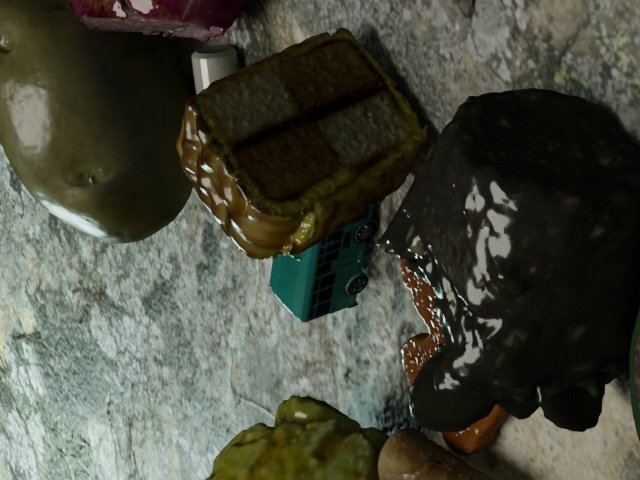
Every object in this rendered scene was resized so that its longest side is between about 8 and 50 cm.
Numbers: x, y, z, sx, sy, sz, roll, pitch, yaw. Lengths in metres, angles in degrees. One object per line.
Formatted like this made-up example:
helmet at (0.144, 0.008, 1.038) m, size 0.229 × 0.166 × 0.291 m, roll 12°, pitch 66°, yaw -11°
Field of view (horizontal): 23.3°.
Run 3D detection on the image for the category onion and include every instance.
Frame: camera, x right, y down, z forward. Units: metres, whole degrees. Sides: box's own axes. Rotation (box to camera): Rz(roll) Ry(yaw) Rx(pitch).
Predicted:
onion at (-0.171, -0.308, 1.663) m, size 0.207 × 0.200 × 0.201 m, roll -158°, pitch 55°, yaw -69°

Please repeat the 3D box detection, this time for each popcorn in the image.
popcorn at (0.000, 0.320, 1.649) m, size 0.282 × 0.247 × 0.282 m, roll 41°, pitch 150°, yaw 30°

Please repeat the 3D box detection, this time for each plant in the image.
plant at (0.160, 0.025, 1.274) m, size 0.188 × 0.199 × 0.276 m, roll 48°, pitch 140°, yaw 46°

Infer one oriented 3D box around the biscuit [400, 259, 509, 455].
biscuit at (0.127, 0.098, 1.508) m, size 0.186 × 0.036 × 0.192 m, roll 53°, pitch 147°, yaw 24°

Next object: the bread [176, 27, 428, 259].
bread at (-0.015, -0.091, 1.466) m, size 0.181 × 0.222 × 0.096 m, roll 52°, pitch 150°, yaw 15°

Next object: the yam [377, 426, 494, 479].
yam at (0.182, 0.283, 1.452) m, size 0.356 × 0.081 × 0.081 m, roll 31°, pitch 131°, yaw 43°

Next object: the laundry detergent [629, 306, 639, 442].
laundry detergent at (0.298, 0.078, 1.190) m, size 0.137 × 0.063 × 0.211 m, roll 22°, pitch 122°, yaw 51°

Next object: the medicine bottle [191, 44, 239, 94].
medicine bottle at (-0.116, -0.174, 1.755) m, size 0.052 × 0.052 × 0.089 m, roll 23°, pitch 125°, yaw 53°

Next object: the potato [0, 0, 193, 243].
potato at (-0.267, -0.153, 1.828) m, size 0.221 × 0.243 × 0.326 m, roll -13°, pitch 98°, yaw 18°

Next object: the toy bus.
toy bus at (0.000, 0.000, 1.617) m, size 0.079 × 0.092 × 0.160 m, roll 46°, pitch 142°, yaw 35°
